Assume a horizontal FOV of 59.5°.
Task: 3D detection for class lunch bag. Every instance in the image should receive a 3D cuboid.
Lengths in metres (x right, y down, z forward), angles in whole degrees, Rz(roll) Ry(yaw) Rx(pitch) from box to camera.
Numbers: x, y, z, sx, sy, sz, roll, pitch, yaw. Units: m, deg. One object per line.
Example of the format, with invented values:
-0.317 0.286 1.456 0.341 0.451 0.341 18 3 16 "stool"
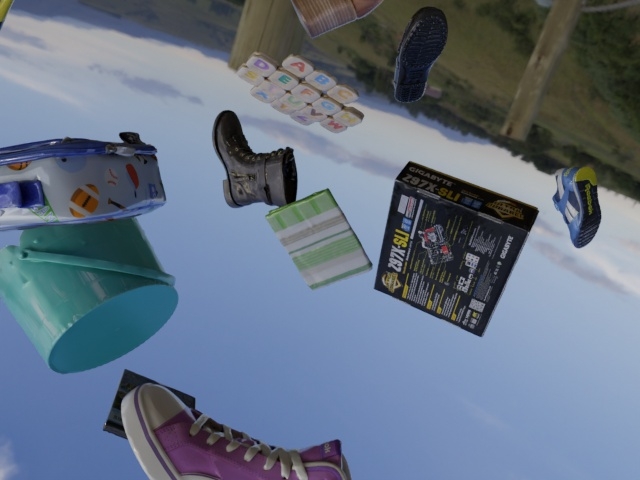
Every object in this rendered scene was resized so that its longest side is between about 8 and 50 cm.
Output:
-0.363 -0.068 0.716 0.304 0.114 0.243 -7 -174 12 "lunch bag"

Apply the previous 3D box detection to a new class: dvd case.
-0.349 0.361 1.179 0.180 0.022 0.253 28 -177 -15 "dvd case"

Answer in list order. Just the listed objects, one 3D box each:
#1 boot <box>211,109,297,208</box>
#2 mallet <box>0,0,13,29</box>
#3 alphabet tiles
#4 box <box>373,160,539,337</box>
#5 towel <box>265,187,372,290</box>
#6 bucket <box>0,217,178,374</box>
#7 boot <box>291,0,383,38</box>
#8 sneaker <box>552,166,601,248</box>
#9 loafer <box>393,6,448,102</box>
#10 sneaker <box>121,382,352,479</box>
-0.141 -0.190 1.306 0.229 0.262 0.091 -2 -170 46 "boot"
-0.295 -0.222 0.526 0.039 0.190 0.062 31 -128 -33 "mallet"
-0.046 -0.325 1.258 0.284 0.021 0.278 26 166 -24 "alphabet tiles"
0.253 0.026 1.117 0.257 0.322 0.079 25 -131 20 "box"
0.000 0.000 0.851 0.152 0.113 0.023 60 -158 -24 "towel"
-0.400 0.088 0.988 0.183 0.281 0.281 50 -153 19 "bucket"
0.018 -0.324 0.615 0.197 0.152 0.073 63 -176 17 "boot"
0.413 -0.056 0.906 0.053 0.144 0.059 -24 -155 -21 "sneaker"
0.176 -0.360 1.066 0.080 0.220 0.078 -4 -117 -11 "loafer"
-0.066 0.228 0.584 0.282 0.161 0.102 48 -178 1 "sneaker"
